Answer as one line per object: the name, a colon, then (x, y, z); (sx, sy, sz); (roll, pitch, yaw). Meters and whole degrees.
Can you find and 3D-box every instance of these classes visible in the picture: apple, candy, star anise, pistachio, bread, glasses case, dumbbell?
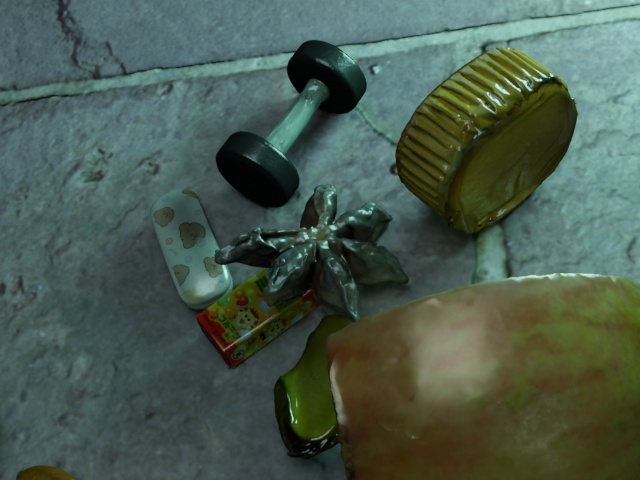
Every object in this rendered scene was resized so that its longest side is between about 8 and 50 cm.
apple: (0.175, 0.170, 1.054); (0.309, 0.314, 0.252); (-11, 14, 6)
candy: (-0.069, 0.077, 1.261); (0.122, 0.038, 0.062); (-35, 57, -11)
star anise: (0.011, 0.010, 1.245); (0.172, 0.063, 0.208); (35, 46, 22)
pistachio: (-0.002, 0.156, 1.187); (0.090, 0.049, 0.172); (-1, 47, 20)
bread: (0.174, -0.111, 1.241); (0.199, 0.199, 0.104); (-39, 57, -13)
glasses case: (-0.149, 0.008, 1.322); (0.063, 0.041, 0.164); (-23, 56, -3)
dumbbell: (-0.032, -0.138, 1.356); (0.100, 0.100, 0.191); (23, 66, 25)

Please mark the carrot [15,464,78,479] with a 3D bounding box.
carrot: (-0.210, 0.306, 1.136); (0.271, 0.062, 0.066); (35, 38, 25)
